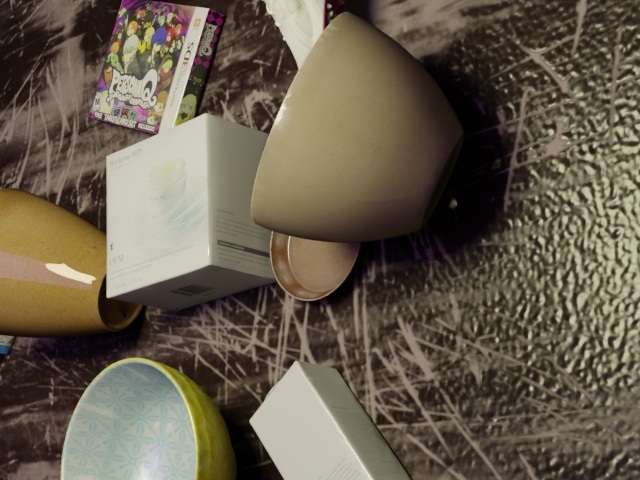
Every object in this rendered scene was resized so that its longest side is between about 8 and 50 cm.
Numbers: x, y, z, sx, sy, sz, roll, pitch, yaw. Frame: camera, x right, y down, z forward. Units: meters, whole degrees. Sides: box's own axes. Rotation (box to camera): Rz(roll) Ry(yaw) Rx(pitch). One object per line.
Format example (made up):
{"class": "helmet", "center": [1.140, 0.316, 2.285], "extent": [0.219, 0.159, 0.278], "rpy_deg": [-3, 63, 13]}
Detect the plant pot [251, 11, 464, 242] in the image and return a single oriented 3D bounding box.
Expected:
{"class": "plant pot", "center": [0.063, -0.109, 1.548], "extent": [0.191, 0.284, 0.284], "rpy_deg": [25, 99, 9]}

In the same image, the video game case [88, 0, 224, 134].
{"class": "video game case", "center": [-0.265, -0.275, 2.022], "extent": [0.232, 0.042, 0.210], "rpy_deg": [18, 91, 44]}

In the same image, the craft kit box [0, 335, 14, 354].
{"class": "craft kit box", "center": [-0.593, 0.055, 2.107], "extent": [0.061, 0.250, 0.246], "rpy_deg": [33, 102, 44]}

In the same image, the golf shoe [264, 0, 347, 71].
{"class": "golf shoe", "center": [-0.040, -0.344, 1.700], "extent": [0.140, 0.115, 0.306], "rpy_deg": [2, 116, 15]}

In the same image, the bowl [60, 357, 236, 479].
{"class": "bowl", "center": [-0.209, 0.312, 1.744], "extent": [0.289, 0.156, 0.289], "rpy_deg": [-12, 72, 41]}

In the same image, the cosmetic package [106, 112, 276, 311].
{"class": "cosmetic package", "center": [-0.190, -0.036, 1.828], "extent": [0.224, 0.138, 0.224], "rpy_deg": [-18, 67, 39]}

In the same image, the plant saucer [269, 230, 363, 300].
{"class": "plant saucer", "center": [0.000, 0.000, 1.713], "extent": [0.168, 0.029, 0.168], "rpy_deg": [-11, 73, 41]}

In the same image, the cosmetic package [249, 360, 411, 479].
{"class": "cosmetic package", "center": [0.016, 0.273, 1.594], "extent": [0.117, 0.085, 0.231], "rpy_deg": [-52, 48, 21]}

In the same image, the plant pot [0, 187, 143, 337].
{"class": "plant pot", "center": [-0.403, 0.058, 1.966], "extent": [0.254, 0.237, 0.237], "rpy_deg": [14, 89, 30]}
